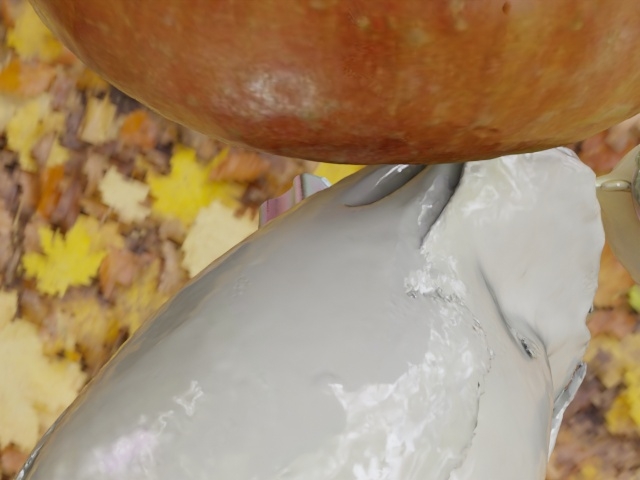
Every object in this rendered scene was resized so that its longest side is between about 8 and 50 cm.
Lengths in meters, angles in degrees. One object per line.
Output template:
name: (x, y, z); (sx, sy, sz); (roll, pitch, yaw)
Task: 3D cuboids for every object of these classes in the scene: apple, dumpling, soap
apple: (0.036, -0.173, 0.603); (0.309, 0.250, 0.277); (-15, 50, -28)
dumpling: (-0.004, 0.127, 0.691); (0.181, 0.260, 0.341); (7, 51, 21)
soap: (0.000, 0.000, 1.344); (0.100, 0.056, 0.149); (48, 12, -14)

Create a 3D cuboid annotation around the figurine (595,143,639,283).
figurine: (0.334, -0.048, 1.570); (0.275, 0.394, 0.226); (0, 81, 8)
